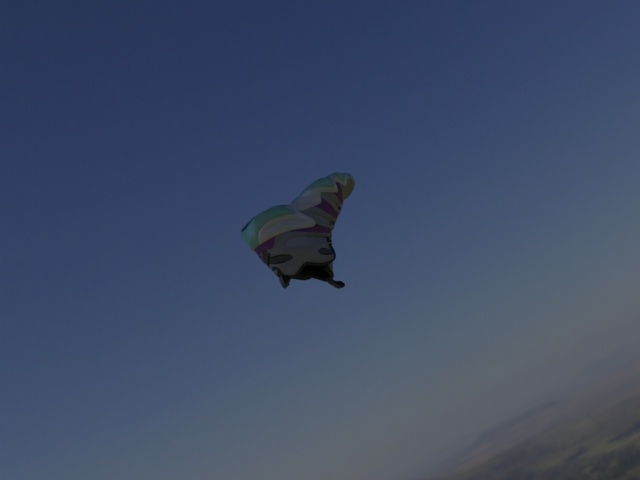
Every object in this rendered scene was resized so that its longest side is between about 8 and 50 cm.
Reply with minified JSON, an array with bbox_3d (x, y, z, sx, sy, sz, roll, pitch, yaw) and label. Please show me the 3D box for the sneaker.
[{"bbox_3d":[0.000,0.000,0.713,0.098,0.069,0.038,-32,-5,-33],"label":"sneaker"}]
